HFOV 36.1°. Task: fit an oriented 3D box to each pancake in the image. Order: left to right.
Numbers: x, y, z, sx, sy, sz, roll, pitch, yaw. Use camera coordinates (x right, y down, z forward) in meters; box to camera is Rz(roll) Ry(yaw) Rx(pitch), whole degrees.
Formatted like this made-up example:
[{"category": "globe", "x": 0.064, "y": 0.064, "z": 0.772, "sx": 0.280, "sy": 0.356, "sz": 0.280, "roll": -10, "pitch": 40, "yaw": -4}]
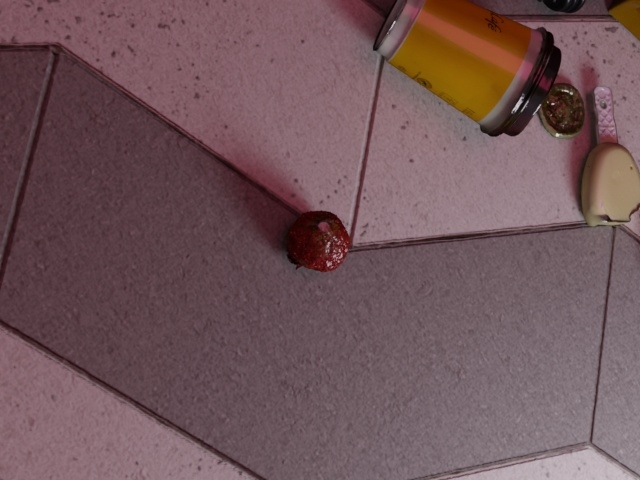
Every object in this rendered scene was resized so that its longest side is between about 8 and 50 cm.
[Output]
[{"category": "pancake", "x": 0.428, "y": -0.230, "z": 1.741, "sx": 0.108, "sy": 0.017, "sz": 0.108, "roll": 3, "pitch": 80, "yaw": -18}]

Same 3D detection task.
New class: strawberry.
[{"category": "strawberry", "x": 0.000, "y": -0.001, "z": 1.482, "sx": 0.106, "sy": 0.106, "sz": 0.106, "roll": 4, "pitch": 80, "yaw": -23}]

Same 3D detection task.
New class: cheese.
[{"category": "cheese", "x": 0.516, "y": -0.150, "z": 1.747, "sx": 0.127, "sy": 0.050, "sz": 0.255, "roll": 1, "pitch": 82, "yaw": -23}]

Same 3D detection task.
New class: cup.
[{"category": "cup", "x": 0.236, "y": -0.300, "z": 1.586, "sx": 0.280, "sy": 0.196, "sz": 0.196, "roll": 28, "pitch": 72, "yaw": -8}]

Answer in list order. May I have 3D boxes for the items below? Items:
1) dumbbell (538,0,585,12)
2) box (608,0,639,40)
[{"category": "dumbbell", "x": 0.463, "y": -0.467, "z": 1.748, "sx": 0.209, "sy": 0.099, "sz": 0.099, "roll": -30, "pitch": 94, "yaw": -23}, {"category": "box", "x": 0.722, "y": -0.576, "z": 1.785, "sx": 0.116, "sy": 0.264, "sz": 0.415, "roll": 37, "pitch": 69, "yaw": -12}]
